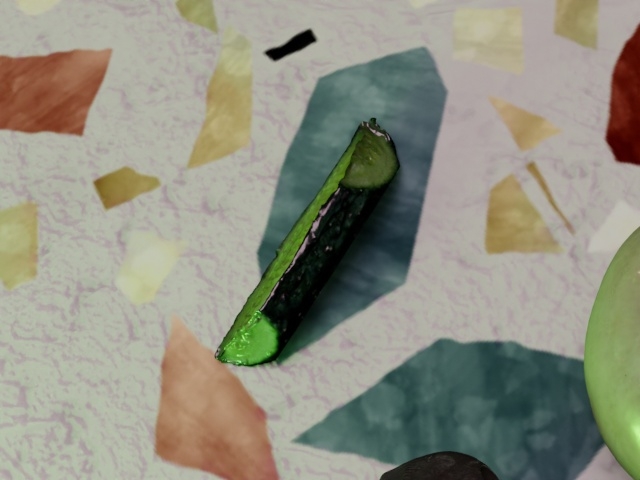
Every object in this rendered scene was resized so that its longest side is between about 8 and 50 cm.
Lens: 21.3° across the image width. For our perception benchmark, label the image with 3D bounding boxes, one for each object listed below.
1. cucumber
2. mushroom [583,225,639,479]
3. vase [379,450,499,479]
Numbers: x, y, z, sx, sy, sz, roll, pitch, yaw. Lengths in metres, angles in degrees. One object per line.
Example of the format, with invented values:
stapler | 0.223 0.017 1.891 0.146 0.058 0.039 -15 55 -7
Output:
cucumber | 0.000 0.000 1.241 0.046 0.070 0.220 32 77 -3
mushroom | 0.288 0.061 1.045 0.246 0.202 0.246 -2 64 4
vase | 0.117 0.205 1.079 0.183 0.120 0.120 16 69 7
